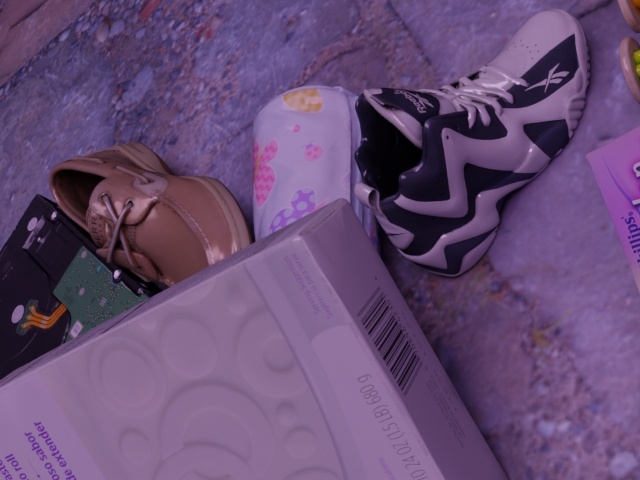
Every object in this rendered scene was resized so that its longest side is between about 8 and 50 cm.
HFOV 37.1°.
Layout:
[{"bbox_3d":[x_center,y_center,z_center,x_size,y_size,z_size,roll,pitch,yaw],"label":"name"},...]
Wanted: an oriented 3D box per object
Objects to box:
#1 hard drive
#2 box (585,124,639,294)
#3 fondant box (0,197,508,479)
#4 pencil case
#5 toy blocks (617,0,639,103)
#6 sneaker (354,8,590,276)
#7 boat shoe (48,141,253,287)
[{"bbox_3d":[-0.288,0.111,1.038,0.339,0.064,0.236,31,89,48],"label":"hard drive"},{"bbox_3d":[0.304,-0.001,0.517,0.243,0.117,0.213,-30,50,26],"label":"box"},{"bbox_3d":[-0.070,0.151,0.676,0.330,0.238,0.096,-27,7,26],"label":"fondant box"},{"bbox_3d":[0.000,0.000,0.795,0.124,0.114,0.273,128,147,-47],"label":"pencil case"},{"bbox_3d":[0.290,-0.170,0.675,0.148,0.054,0.123,-17,56,35],"label":"toy blocks"},{"bbox_3d":[0.106,-0.101,0.730,0.235,0.153,0.094,-54,44,4],"label":"sneaker"},{"bbox_3d":[-0.173,-0.010,0.939,0.341,0.110,0.121,28,123,53],"label":"boat shoe"}]
